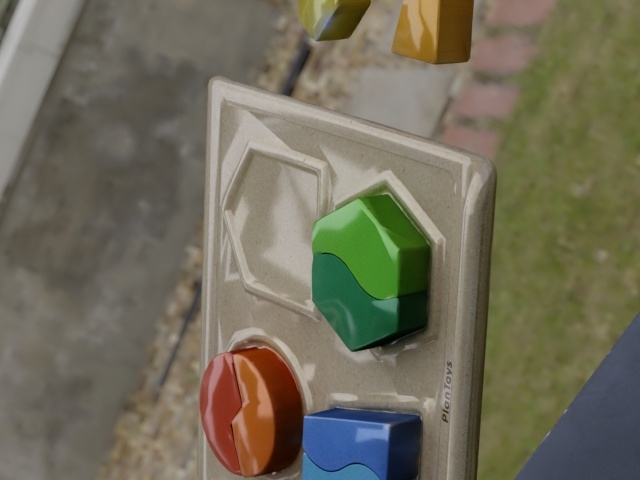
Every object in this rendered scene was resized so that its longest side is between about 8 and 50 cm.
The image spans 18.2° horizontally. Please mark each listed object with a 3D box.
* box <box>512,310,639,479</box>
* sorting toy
[{"bbox_3d":[0.208,0.265,1.297,0.343,0.179,0.312,-43,-32,-49],"label":"box"},{"bbox_3d":[0.000,0.000,0.901,0.229,0.041,0.307,24,116,53],"label":"sorting toy"}]
